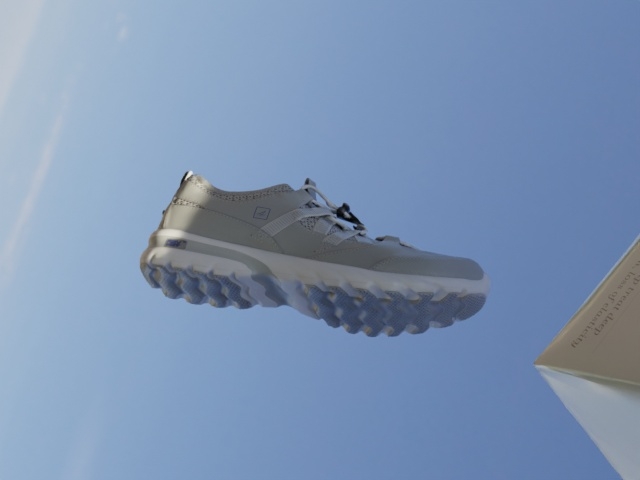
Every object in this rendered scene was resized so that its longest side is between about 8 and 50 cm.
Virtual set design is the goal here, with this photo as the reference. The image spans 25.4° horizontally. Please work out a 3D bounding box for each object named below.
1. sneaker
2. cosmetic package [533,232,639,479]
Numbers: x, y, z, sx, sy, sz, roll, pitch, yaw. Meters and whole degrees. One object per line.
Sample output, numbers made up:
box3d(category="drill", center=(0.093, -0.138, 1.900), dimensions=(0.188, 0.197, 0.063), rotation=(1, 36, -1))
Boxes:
box3d(category="sneaker", center=(0.000, 0.000, 1.147), dimensions=(0.105, 0.281, 0.115), rotation=(91, 10, -66))
box3d(category="cosmetic package", center=(0.334, 0.138, 0.872), dimensions=(0.217, 0.385, 0.156), rotation=(-46, -159, -19))
